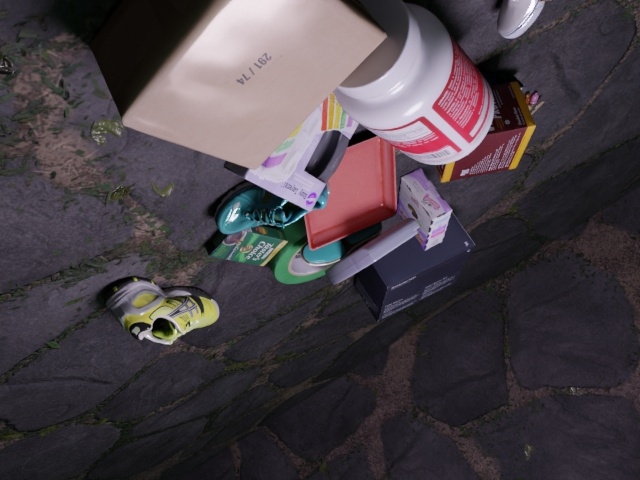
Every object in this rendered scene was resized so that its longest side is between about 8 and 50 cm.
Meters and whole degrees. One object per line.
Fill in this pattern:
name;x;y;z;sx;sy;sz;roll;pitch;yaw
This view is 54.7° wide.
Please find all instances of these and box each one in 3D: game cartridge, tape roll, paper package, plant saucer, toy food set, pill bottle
game cartridge;0.125;0.038;1.672;0.198;0.062;0.297;-27;175;-25
tape roll;0.000;0.000;1.740;0.321;0.077;0.321;-24;155;-12
paper package;-0.117;-0.294;0.922;0.325;0.168;0.310;-42;151;22
plant saucer;0.064;-0.128;1.518;0.259;0.047;0.258;-23;133;-16
toy food set;0.567;-0.384;1.719;0.122;0.019;0.078;6;138;-41
pill bottle;0.166;-0.299;1.171;0.229;0.229;0.408;-40;154;19

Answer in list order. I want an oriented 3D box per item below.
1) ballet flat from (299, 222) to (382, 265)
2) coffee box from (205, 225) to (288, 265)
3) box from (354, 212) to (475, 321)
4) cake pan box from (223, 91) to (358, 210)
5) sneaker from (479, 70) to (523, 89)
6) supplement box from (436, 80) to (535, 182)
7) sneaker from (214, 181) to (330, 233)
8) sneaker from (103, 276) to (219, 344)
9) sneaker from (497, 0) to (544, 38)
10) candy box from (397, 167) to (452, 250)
ballet flat;0.051;0.006;1.633;0.249;0.086;0.086;-22;154;-20
coffee box;-0.183;0.007;1.560;0.113;0.040;0.184;-43;145;26
box;0.314;0.085;2.134;0.343;0.178;0.312;-24;156;-15
cake pan box;-0.041;-0.200;1.203;0.245;0.070;0.267;-59;151;3
sneaker;0.413;-0.361;1.511;0.211;0.080;0.081;-7;143;-40
supplement box;0.374;-0.254;1.472;0.194;0.129;0.191;-12;157;-2
sneaker;-0.111;-0.077;1.375;0.276;0.110;0.107;-20;131;10
sneaker;-0.392;0.206;1.604;0.145;0.147;0.385;-40;155;17
sneaker;0.396;-0.517;1.202;0.091;0.094;0.258;-8;139;-24
candy box;0.297;-0.088;1.800;0.070;0.164;0.196;-27;156;-10
